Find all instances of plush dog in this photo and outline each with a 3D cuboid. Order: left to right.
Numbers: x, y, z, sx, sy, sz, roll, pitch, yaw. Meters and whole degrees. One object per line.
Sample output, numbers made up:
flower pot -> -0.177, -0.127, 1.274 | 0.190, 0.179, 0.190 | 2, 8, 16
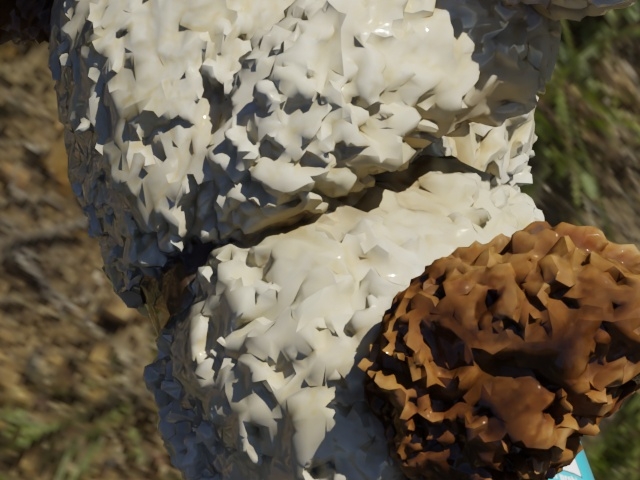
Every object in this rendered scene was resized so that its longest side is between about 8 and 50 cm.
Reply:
plush dog -> 0.000, 0.000, 0.571 | 0.211, 0.262, 0.225 | -10, 70, -15

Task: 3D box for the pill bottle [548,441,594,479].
pill bottle -> 0.021, 0.061, 0.803 | 0.146, 0.146, 0.264 | -27, 55, 16
